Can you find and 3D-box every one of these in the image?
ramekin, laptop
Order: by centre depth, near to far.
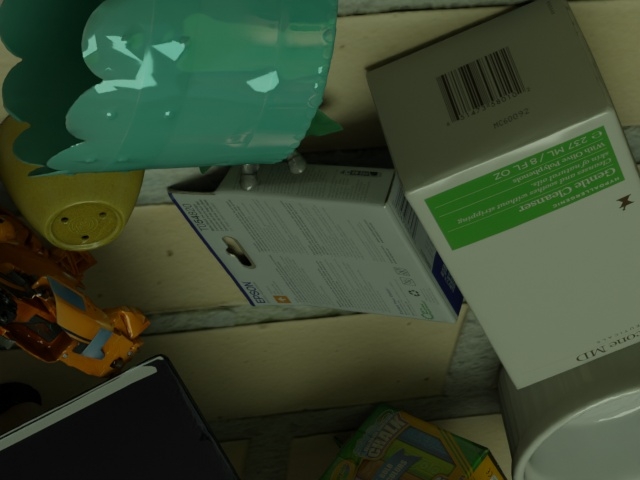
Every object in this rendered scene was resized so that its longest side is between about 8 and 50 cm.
[{"bbox_3d":[-0.265,0.274,1.885,0.382,0.236,0.408,-27,-175,-1],"label":"laptop"},{"bbox_3d":[0.328,0.180,2.097,0.277,0.135,0.277,-10,144,-7],"label":"ramekin"}]

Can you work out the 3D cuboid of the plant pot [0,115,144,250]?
[{"bbox_3d":[-0.208,-0.049,1.636,0.134,0.095,0.134,-10,143,-8],"label":"plant pot"}]

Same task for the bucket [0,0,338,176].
[{"bbox_3d":[-0.114,-0.177,1.364,0.183,0.281,0.281,1,141,-22],"label":"bucket"}]

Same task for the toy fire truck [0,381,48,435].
[{"bbox_3d":[-0.303,0.271,2.005,0.217,0.158,0.246,-34,130,23],"label":"toy fire truck"}]

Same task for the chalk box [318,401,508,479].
[{"bbox_3d":[0.091,0.278,2.093,0.132,0.213,0.132,-51,134,-20],"label":"chalk box"}]

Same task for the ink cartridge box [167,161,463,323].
[{"bbox_3d":[0.000,0.000,1.785,0.224,0.045,0.223,4,151,25],"label":"ink cartridge box"}]

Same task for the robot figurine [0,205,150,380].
[{"bbox_3d":[-0.283,0.016,1.628,0.085,0.211,0.291,-50,140,4],"label":"robot figurine"}]

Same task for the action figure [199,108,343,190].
[{"bbox_3d":[-0.085,-0.131,1.606,0.137,0.063,0.232,-21,140,12],"label":"action figure"}]

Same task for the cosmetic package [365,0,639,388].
[{"bbox_3d":[0.199,-0.036,1.751,0.197,0.155,0.365,-24,142,9],"label":"cosmetic package"}]
